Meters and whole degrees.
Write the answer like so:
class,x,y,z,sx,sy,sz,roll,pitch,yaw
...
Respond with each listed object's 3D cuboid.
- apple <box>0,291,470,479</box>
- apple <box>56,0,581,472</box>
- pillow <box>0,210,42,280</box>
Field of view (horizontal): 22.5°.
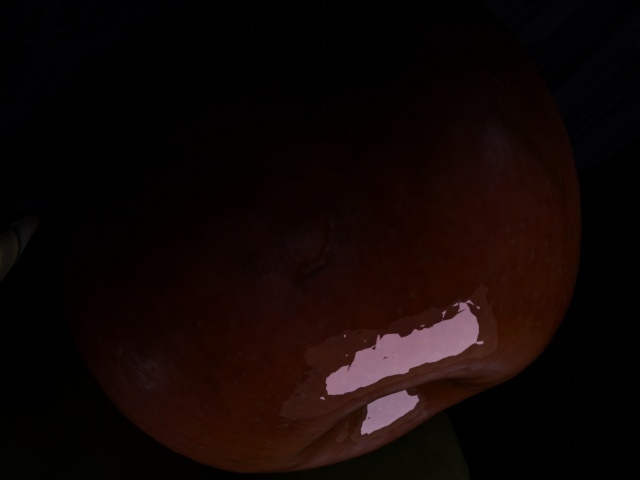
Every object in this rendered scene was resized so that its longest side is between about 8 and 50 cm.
class,x,y,z,sx,sy,sz,roll,pitch,yaw
apple,-0.112,0.237,1.132,0.473,0.474,0.473,-31,174,-3
apple,0.000,0.000,0.788,0.272,0.206,0.251,-33,171,29
pillow,-0.233,0.044,0.777,0.203,0.038,0.113,-27,170,-40
